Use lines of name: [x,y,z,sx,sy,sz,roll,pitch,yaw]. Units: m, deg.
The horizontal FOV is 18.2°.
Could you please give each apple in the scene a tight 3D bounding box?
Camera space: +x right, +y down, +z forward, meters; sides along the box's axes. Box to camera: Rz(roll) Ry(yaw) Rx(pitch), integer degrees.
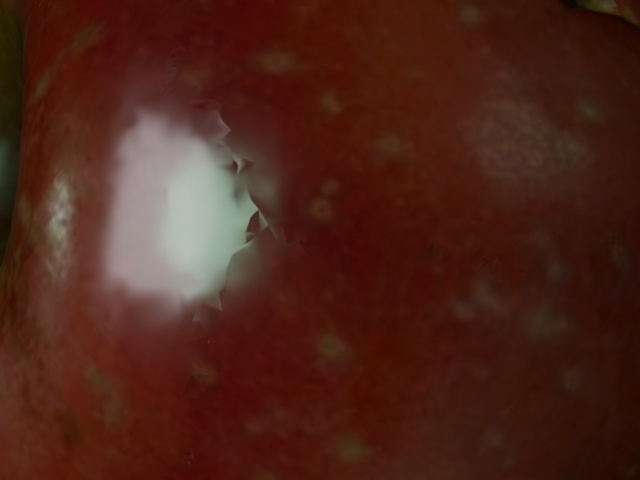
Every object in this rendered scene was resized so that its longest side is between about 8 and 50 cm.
apple: [0.000,0.000,0.489,0.260,0.216,0.260,-23,63,54]
